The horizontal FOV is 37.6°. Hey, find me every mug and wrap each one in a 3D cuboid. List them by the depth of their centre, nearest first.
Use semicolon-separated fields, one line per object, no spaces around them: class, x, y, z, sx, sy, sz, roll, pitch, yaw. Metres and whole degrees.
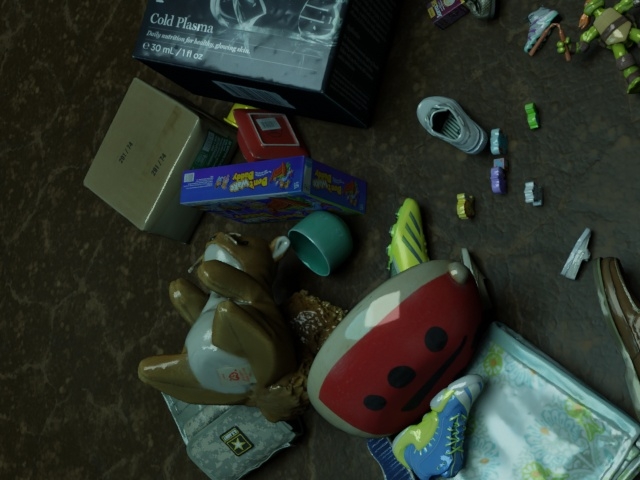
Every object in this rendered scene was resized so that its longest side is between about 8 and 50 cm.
mug;0.000;-0.005;2.052;0.097;0.129;0.158;-40;39;-21

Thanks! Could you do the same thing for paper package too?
paper package;-0.404;-0.202;2.385;0.309;0.168;0.325;34;100;36

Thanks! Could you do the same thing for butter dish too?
butter dish;-0.132;-0.223;2.211;0.118;0.160;0.160;-55;50;44

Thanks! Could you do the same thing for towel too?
towel;0.372;0.374;1.700;0.374;0.090;0.320;39;103;37

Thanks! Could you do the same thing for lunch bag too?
lunch bag;-0.193;0.375;2.088;0.235;0.169;0.287;-39;65;19

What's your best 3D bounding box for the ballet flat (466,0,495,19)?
ballet flat;0.330;-0.578;1.959;0.058;0.084;0.250;-1;82;3

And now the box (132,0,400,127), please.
box;-0.091;-0.545;2.075;0.480;0.297;0.471;14;86;23

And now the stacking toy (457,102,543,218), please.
stacking toy;0.352;-0.159;1.864;0.167;0.052;0.221;-8;74;36

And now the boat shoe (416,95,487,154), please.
boat shoe;0.253;-0.249;1.916;0.226;0.076;0.083;41;107;53

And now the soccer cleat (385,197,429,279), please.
soccer cleat;0.192;0.056;1.932;0.121;0.093;0.289;5;76;8

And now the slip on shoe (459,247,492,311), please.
slip on shoe;0.305;0.077;1.853;0.041;0.051;0.135;-7;60;-5

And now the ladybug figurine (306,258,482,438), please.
ladybug figurine;0.152;0.218;1.751;0.162;0.305;0.449;59;134;34

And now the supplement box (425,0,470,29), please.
supplement box;0.276;-0.500;2.009;0.083;0.043;0.055;-32;62;28

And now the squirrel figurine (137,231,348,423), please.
squirrel figurine;-0.131;0.166;1.972;0.281;0.397;0.370;-45;23;31

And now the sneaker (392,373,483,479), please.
sneaker;0.239;0.353;1.713;0.126;0.091;0.240;53;123;25

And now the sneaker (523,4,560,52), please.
sneaker;0.427;-0.426;1.881;0.098;0.038;0.069;-50;52;6

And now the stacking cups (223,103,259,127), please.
stacking cups;-0.123;-0.410;2.274;0.096;0.096;0.316;30;95;38

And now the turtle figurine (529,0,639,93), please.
turtle figurine;0.543;-0.376;1.746;0.269;0.087;0.217;-38;66;15

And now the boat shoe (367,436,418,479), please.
boat shoe;0.161;0.454;1.856;0.066;0.066;0.183;-42;52;20

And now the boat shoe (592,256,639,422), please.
boat shoe;0.558;0.162;1.603;0.104;0.111;0.307;-23;76;28

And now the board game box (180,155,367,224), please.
board game box;-0.105;-0.106;2.088;0.347;0.233;0.078;-4;77;37

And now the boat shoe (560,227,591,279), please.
boat shoe;0.481;0.026;1.736;0.035;0.035;0.100;27;93;11
